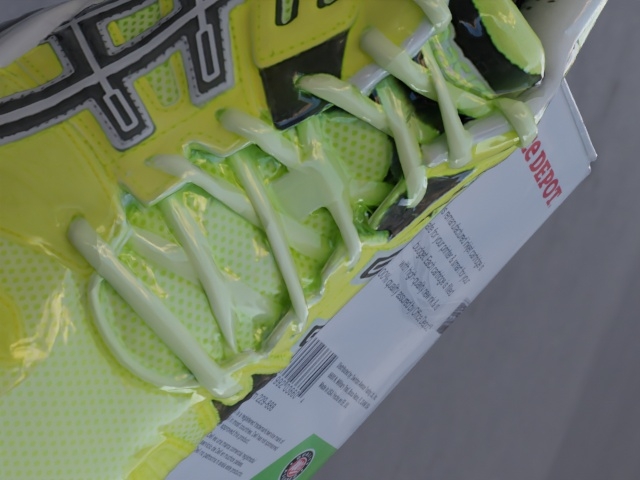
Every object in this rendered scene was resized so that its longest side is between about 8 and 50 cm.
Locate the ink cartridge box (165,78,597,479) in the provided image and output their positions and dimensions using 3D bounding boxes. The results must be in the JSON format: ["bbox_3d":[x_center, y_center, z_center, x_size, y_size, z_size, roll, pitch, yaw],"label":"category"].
[{"bbox_3d":[0.000,0.000,1.021,0.289,0.121,0.211,-47,158,-3],"label":"ink cartridge box"}]

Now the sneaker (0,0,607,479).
[{"bbox_3d":[-0.018,-0.042,0.610,0.145,0.147,0.384,48,64,-25],"label":"sneaker"}]
